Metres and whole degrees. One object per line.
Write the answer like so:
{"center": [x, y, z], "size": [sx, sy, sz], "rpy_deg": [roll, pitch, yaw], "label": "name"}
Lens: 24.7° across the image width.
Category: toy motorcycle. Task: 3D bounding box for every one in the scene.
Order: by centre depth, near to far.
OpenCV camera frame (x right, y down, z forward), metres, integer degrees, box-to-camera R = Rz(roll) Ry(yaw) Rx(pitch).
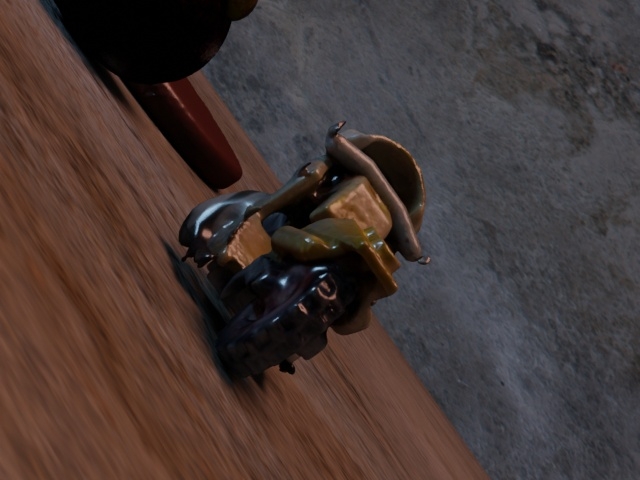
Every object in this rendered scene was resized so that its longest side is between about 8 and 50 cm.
{"center": [0.000, 0.000, 0.734], "size": [0.094, 0.130, 0.229], "rpy_deg": [57, 2, -10], "label": "toy motorcycle"}

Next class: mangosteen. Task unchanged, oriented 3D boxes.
{"center": [-0.117, -0.189, 1.040], "size": [0.152, 0.152, 0.152], "rpy_deg": [54, 2, -2], "label": "mangosteen"}

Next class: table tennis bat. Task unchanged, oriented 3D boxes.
{"center": [-0.172, -0.196, 1.330], "size": [0.268, 0.051, 0.414], "rpy_deg": [53, 3, -40], "label": "table tennis bat"}
